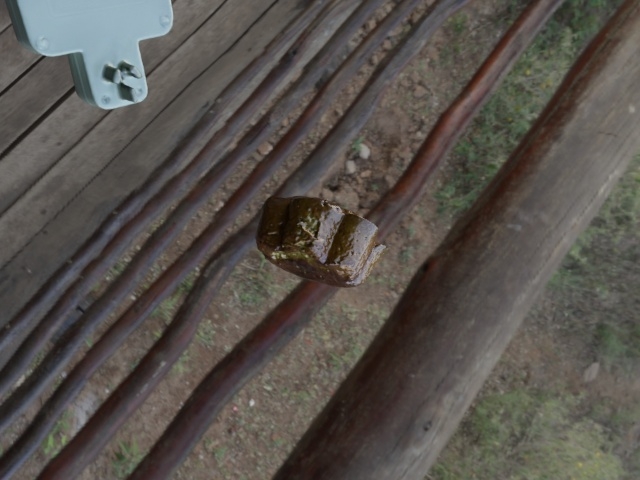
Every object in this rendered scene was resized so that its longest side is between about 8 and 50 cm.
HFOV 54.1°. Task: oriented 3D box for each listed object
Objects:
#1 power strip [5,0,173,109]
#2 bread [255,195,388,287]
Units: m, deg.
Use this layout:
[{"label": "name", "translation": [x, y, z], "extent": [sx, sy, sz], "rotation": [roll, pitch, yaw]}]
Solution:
[{"label": "power strip", "translation": [-0.336, -0.334, 0.957], "extent": [0.229, 0.141, 0.261], "rotation": [-23, 123, -30]}, {"label": "bread", "translation": [-0.009, -0.006, 1.185], "extent": [0.135, 0.247, 0.232], "rotation": [-68, 156, -18]}]
